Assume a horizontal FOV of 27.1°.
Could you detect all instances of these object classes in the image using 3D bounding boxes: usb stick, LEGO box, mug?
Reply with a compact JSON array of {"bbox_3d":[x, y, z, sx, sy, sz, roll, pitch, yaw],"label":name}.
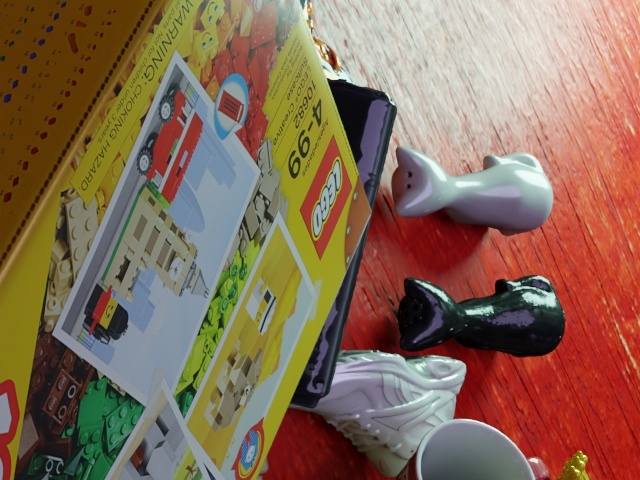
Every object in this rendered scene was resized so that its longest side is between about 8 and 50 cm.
[{"bbox_3d":[0.000,0.000,1.124,0.077,0.045,0.278,13,86,-1],"label":"usb stick"},{"bbox_3d":[-0.173,0.065,0.808,0.372,0.193,0.500,67,41,-55],"label":"LEGO box"},{"bbox_3d":[0.119,0.251,1.181,0.150,0.169,0.113,14,51,-16],"label":"mug"}]

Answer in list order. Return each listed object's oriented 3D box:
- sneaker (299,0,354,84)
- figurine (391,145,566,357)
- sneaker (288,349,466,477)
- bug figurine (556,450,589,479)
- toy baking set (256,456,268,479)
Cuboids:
[{"bbox_3d":[-0.040,-0.214,1.191,0.180,0.124,0.321,35,70,-41],"label":"sneaker"},{"bbox_3d":[0.146,0.011,1.341,0.209,0.092,0.215,4,78,-44],"label":"figurine"},{"bbox_3d":[0.053,0.160,1.220,0.232,0.090,0.115,8,80,-43],"label":"sneaker"},{"bbox_3d":[0.170,0.306,1.187,0.072,0.279,0.216,44,31,5],"label":"bug figurine"},{"bbox_3d":[-0.123,0.147,1.082,0.196,0.030,0.256,-2,83,-45],"label":"toy baking set"}]
